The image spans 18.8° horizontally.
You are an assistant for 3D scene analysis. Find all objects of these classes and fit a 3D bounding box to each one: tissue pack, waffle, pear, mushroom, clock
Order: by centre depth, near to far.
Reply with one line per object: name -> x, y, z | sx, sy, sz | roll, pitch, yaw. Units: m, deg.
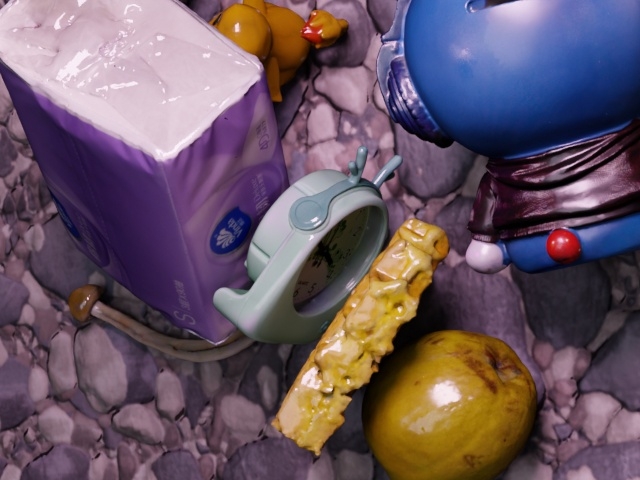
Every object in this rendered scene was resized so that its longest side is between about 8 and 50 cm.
pear -> 0.115, 0.156, 1.766 | 0.162, 0.149, 0.149 | -35, 75, 21
waffle -> 0.046, 0.070, 1.769 | 0.057, 0.229, 0.219 | 33, 103, 1
tissue pack -> -0.159, -0.084, 1.804 | 0.242, 0.338, 0.160 | 35, 69, 25
clock -> 0.000, 0.000, 1.821 | 0.066, 0.159, 0.211 | 38, 101, 25
mushroom -> -0.133, 0.086, 1.985 | 0.306, 0.043, 0.068 | 5, 118, 30

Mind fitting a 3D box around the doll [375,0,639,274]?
doll -> 0.198, -0.133, 1.644 | 0.284, 0.240, 0.310 | -14, 92, 18

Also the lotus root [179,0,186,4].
lotus root -> -0.176, -0.318, 1.923 | 0.158, 0.140, 0.322 | 11, 108, 7

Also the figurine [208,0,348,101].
figurine -> -0.042, -0.192, 1.825 | 0.122, 0.176, 0.121 | -10, 91, 21
